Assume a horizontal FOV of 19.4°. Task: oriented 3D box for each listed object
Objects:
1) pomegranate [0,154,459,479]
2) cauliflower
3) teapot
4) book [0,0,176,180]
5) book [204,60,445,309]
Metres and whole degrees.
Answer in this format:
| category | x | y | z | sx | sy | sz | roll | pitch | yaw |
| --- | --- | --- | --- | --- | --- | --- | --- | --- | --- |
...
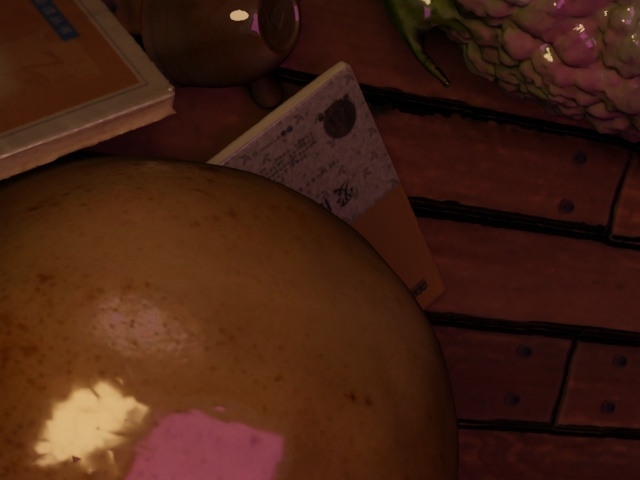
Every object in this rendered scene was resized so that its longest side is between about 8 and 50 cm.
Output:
| category | x | y | z | sx | sy | sz | roll | pitch | yaw |
| --- | --- | --- | --- | --- | --- | --- | --- | --- | --- |
| pomegranate | -0.099 | 0.096 | 0.834 | 0.319 | 0.319 | 0.319 | -10 | 109 | -32 |
| cauliflower | 0.158 | -0.194 | 0.982 | 0.256 | 0.239 | 0.315 | 38 | 80 | -23 |
| teapot | -0.039 | -0.109 | 0.965 | 0.110 | 0.080 | 0.085 | 40 | 59 | -49 |
| book | -0.207 | -0.071 | 0.805 | 0.242 | 0.170 | 0.018 | -24 | 146 | -26 |
| book | 0.000 | 0.000 | 1.043 | 0.118 | 0.012 | 0.172 | -39 | 128 | -18 |
